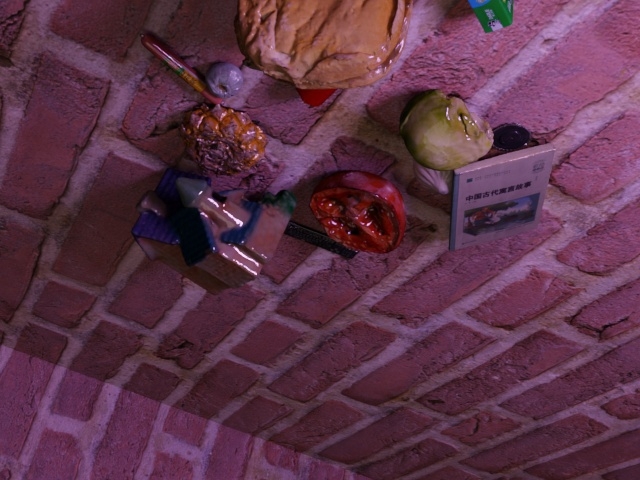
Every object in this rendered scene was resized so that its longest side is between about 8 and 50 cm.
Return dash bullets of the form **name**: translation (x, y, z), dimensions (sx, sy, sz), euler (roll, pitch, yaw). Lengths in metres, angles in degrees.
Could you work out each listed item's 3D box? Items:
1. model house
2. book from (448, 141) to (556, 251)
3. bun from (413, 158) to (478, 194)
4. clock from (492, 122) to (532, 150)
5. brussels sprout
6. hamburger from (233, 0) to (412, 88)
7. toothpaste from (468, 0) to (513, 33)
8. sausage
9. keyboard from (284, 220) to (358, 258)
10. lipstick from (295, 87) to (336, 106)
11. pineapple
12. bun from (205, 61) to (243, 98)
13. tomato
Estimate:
- **model house**: translation (-0.257, -0.050, 1.926), dimensions (0.280, 0.245, 0.312), euler (35, 150, -18)
- **book**: translation (0.373, -0.084, 1.798), dimensions (0.214, 0.025, 0.283), euler (-15, 146, -2)
- **bun**: translation (0.257, -0.136, 1.769), dimensions (0.138, 0.094, 0.138), euler (7, 149, 4)
- **clock**: translation (0.376, -0.205, 1.701), dimensions (0.074, 0.010, 0.083), euler (34, 140, -29)
- **brussels sprout**: translation (0.235, -0.208, 1.644), dimensions (0.183, 0.131, 0.145), euler (35, 118, -29)
- **hamburger**: translation (0.004, -0.366, 1.370), dimensions (0.283, 0.260, 0.144), euler (11, 174, 12)
- **toothpaste**: translation (0.232, -0.448, 1.346), dimensions (0.050, 0.065, 0.267), euler (-14, 138, 29)
- **sausage**: translation (-0.272, -0.338, 1.699), dimensions (0.029, 0.029, 0.223), euler (-20, 134, 39)
- **keyboard**: translation (0.000, 0.000, 2.122), dimensions (0.198, 0.010, 0.064), euler (21, 147, -12)
- **lipstick**: translation (0.051, -0.341, 1.555), dimensions (0.073, 0.073, 0.279), euler (28, 143, -22)
- **pineapple**: translation (-0.213, -0.204, 1.838), dimensions (0.224, 0.076, 0.225), euler (10, 147, 7)
- **bun**: translation (-0.191, -0.314, 1.693), dimensions (0.083, 0.045, 0.083), euler (5, 147, 3)
- **tomato**: translation (0.093, -0.078, 1.904), dimensions (0.227, 0.101, 0.228), euler (15, 144, 11)
